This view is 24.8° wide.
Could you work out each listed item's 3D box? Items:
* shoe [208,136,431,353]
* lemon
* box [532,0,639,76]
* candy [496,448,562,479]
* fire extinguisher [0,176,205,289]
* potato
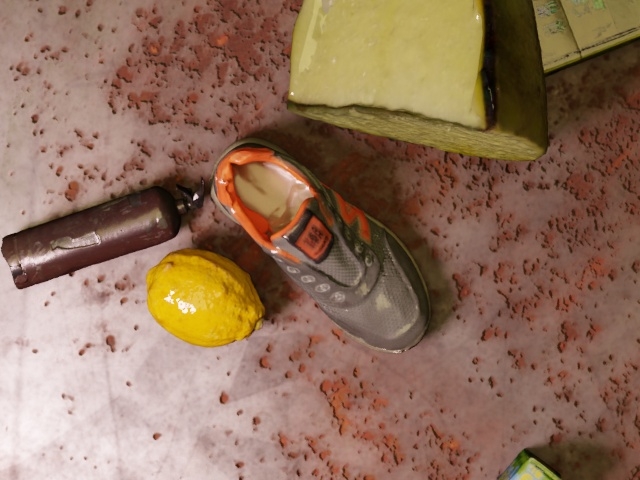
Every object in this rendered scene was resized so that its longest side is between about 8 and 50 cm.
[{"bbox_3d":[0.000,0.000,1.724,0.336,0.171,0.132,43,92,4],"label":"shoe"},{"bbox_3d":[-0.140,0.071,1.763,0.155,0.114,0.114,22,91,0],"label":"lemon"},{"bbox_3d":[0.329,-0.295,1.758,0.220,0.064,0.141,-22,88,2],"label":"box"},{"bbox_3d":[0.208,0.342,1.739,0.062,0.097,0.194,41,92,3],"label":"candy"},{"bbox_3d":[-0.259,-0.016,1.785,0.267,0.089,0.072,-18,63,4],"label":"fire extinguisher"},{"bbox_3d":[0.152,-0.251,1.704,0.330,0.212,0.280,9,89,43],"label":"potato"}]
